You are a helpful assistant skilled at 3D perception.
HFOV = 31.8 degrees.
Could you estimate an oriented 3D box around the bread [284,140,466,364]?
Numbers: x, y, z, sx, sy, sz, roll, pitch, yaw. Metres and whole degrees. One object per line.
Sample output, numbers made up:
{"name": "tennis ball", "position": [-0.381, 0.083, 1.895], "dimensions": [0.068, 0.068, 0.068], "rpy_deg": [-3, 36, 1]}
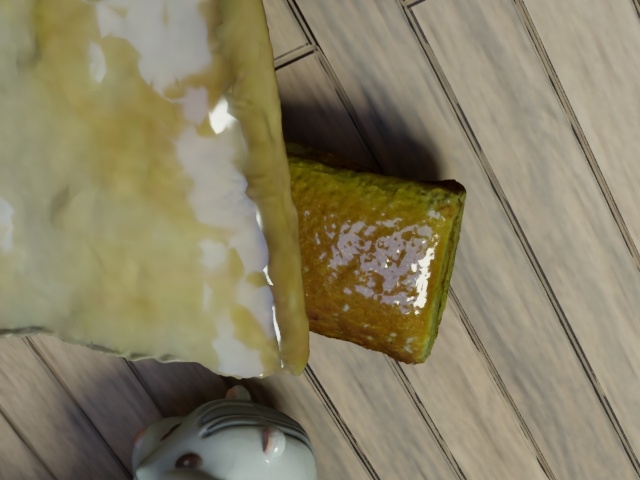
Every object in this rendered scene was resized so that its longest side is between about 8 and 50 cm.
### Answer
{"name": "bread", "position": [0.000, 0.000, 0.714], "dimensions": [0.172, 0.103, 0.132], "rpy_deg": [12, 114, 9]}

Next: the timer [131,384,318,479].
{"name": "timer", "position": [-0.098, 0.262, 0.817], "dimensions": [0.291, 0.291, 0.315], "rpy_deg": [19, 100, -1]}

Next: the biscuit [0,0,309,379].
{"name": "biscuit", "position": [-0.230, -0.134, 0.653], "dimensions": [0.429, 0.104, 0.446], "rpy_deg": [0, 110, 26]}
